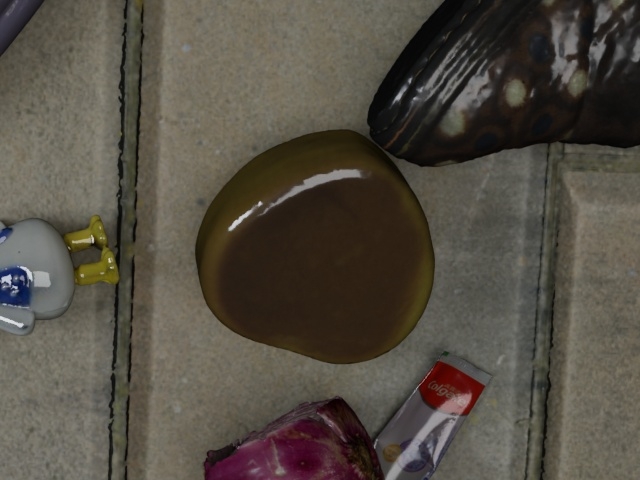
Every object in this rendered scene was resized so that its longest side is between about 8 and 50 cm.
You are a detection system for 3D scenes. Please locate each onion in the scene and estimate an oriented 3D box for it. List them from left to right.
[{"bbox_3d":[-0.016,0.258,1.768,0.200,0.207,0.200,1,81,-5],"label":"onion"}]

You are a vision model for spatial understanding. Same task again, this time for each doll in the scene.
[{"bbox_3d":[-0.343,0.047,1.726,0.293,0.119,0.138,-17,58,-9],"label":"doll"}]

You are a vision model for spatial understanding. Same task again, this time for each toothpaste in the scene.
[{"bbox_3d":[0.073,0.253,1.875,0.075,0.048,0.301,32,89,-10],"label":"toothpaste"}]

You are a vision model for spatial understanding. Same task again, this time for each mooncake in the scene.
[{"bbox_3d":[0.000,0.000,1.771,0.235,0.117,0.235,-3,114,-7],"label":"mooncake"}]

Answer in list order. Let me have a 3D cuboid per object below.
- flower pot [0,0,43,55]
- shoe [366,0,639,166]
[{"bbox_3d":[-0.401,-0.227,1.620,0.265,0.265,0.243,32,104,-14],"label":"flower pot"},{"bbox_3d":[0.238,-0.179,1.777,0.237,0.171,0.384,45,81,-10],"label":"shoe"}]
